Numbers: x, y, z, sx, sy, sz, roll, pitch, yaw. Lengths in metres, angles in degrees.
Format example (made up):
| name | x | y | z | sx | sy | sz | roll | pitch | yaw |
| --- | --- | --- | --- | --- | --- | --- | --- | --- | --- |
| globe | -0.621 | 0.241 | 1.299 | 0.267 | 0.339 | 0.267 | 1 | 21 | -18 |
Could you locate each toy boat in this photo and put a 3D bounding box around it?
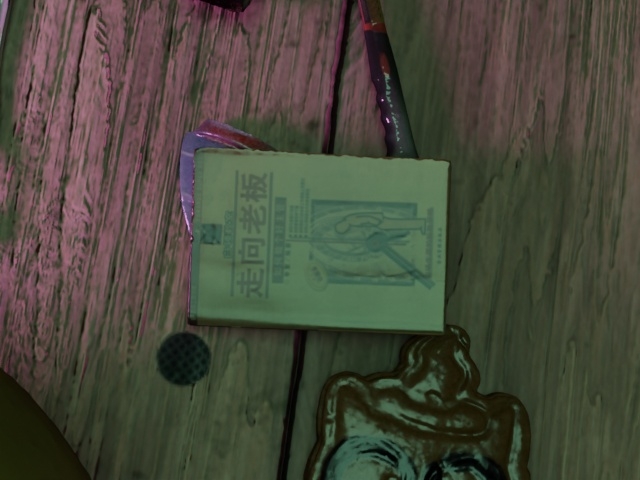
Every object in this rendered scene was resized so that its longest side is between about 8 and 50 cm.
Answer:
| name | x | y | z | sx | sy | sz | roll | pitch | yaw |
| --- | --- | --- | --- | --- | --- | --- | --- | --- | --- |
| toy boat | -0.098 | -0.044 | 1.103 | 0.096 | 0.034 | 0.122 | 25 | 78 | 6 |

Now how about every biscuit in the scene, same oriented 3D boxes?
| name | x | y | z | sx | sy | sz | roll | pitch | yaw |
| --- | --- | --- | --- | --- | --- | --- | --- | --- | --- |
| biscuit | 0.090 | 0.214 | 1.065 | 0.208 | 0.041 | 0.290 | 10 | 78 | -5 |

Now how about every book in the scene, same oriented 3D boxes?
| name | x | y | z | sx | sy | sz | roll | pitch | yaw |
| --- | --- | --- | --- | --- | --- | --- | --- | --- | --- |
| book | 0.000 | 0.000 | 1.078 | 0.230 | 0.026 | 0.161 | 2 | 87 | 0 |

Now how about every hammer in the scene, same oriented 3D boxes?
| name | x | y | z | sx | sy | sz | roll | pitch | yaw |
| --- | --- | --- | --- | --- | --- | --- | --- | --- | --- |
| hammer | 0.053 | -0.192 | 1.151 | 0.111 | 0.033 | 0.288 | -9 | 80 | -7 |

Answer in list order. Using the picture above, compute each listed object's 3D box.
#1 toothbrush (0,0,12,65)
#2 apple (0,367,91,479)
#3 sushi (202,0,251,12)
| name | x | y | z | sx | sy | sz | roll | pitch | yaw |
| --- | --- | --- | --- | --- | --- | --- | --- | --- | --- |
| toothbrush | -0.302 | -0.119 | 1.100 | 0.022 | 0.026 | 0.263 | 6 | 78 | -11 |
| apple | -0.363 | 0.257 | 0.803 | 0.473 | 0.473 | 0.474 | 1 | 78 | -6 |
| sushi | -0.078 | -0.287 | 1.129 | 0.078 | 0.090 | 0.150 | 20 | 75 | -5 |
